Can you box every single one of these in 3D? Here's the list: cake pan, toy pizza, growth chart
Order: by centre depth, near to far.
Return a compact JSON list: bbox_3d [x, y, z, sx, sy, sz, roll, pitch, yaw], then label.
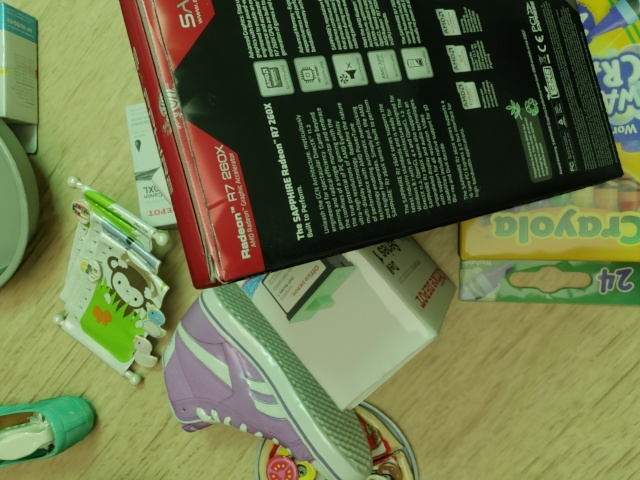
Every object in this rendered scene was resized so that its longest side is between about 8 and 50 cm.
[{"bbox_3d":[0.015,0.285,0.668,0.201,0.032,0.201,0,91,11],"label":"toy pizza"},{"bbox_3d":[-0.258,0.058,0.695,0.172,0.021,0.237,27,115,13],"label":"growth chart"},{"bbox_3d":[-0.490,-0.065,0.717,0.293,0.054,0.293,4,109,10],"label":"cake pan"}]

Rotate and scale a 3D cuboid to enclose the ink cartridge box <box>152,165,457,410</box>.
[{"bbox_3d":[0.000,0.000,0.572,0.117,0.201,0.278,-43,83,19],"label":"ink cartridge box"}]

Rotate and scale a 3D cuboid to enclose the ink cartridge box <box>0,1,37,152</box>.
[{"bbox_3d":[-0.436,-0.207,0.734,0.104,0.061,0.181,0,92,12],"label":"ink cartridge box"}]

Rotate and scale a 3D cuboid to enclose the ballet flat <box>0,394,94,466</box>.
[{"bbox_3d":[-0.420,0.258,0.729,0.247,0.087,0.083,-17,88,12],"label":"ballet flat"}]

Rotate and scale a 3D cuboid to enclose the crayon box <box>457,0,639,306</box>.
[{"bbox_3d":[0.249,-0.089,0.586,0.203,0.083,0.323,0,92,12],"label":"crayon box"}]

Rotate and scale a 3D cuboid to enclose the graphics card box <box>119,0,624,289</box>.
[{"bbox_3d":[0.055,-0.118,0.437,0.371,0.094,0.233,-15,88,-24],"label":"graphics card box"}]

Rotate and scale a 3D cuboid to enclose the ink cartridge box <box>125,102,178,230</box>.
[{"bbox_3d":[-0.164,-0.093,0.680,0.109,0.063,0.150,-9,89,12],"label":"ink cartridge box"}]

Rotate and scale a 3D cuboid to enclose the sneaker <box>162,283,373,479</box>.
[{"bbox_3d":[-0.075,0.195,0.650,0.282,0.102,0.161,45,103,24],"label":"sneaker"}]
